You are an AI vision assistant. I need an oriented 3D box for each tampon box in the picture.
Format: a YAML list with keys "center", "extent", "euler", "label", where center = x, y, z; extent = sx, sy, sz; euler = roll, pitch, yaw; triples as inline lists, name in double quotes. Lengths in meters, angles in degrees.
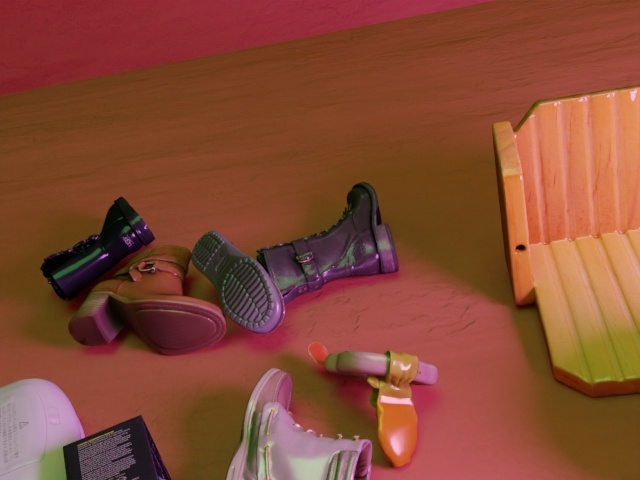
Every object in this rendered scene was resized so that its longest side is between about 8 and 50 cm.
- center: [-0.223, 0.309, 0.881]
  extent: [0.101, 0.120, 0.161]
  euler: [-21, 31, -12]
  label: "tampon box"

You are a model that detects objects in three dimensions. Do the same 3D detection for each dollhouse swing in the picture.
- center: [0.427, -0.017, 1.010]
  extent: [0.347, 0.315, 0.305]
  euler: [-7, 21, 10]
  label: "dollhouse swing"

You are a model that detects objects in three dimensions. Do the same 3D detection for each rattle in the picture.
- center: [0.055, 0.210, 1.017]
  extent: [0.200, 0.142, 0.130]
  euler: [-6, -4, 41]
  label: "rattle"

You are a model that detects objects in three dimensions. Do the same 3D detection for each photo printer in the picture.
- center: [-0.456, 0.313, 0.982]
  extent: [0.307, 0.107, 0.256]
  euler: [-22, 32, -13]
  label: "photo printer"

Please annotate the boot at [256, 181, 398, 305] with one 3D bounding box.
- center: [0.000, 0.000, 1.317]
  extent: [0.229, 0.091, 0.263]
  euler: [-14, 33, -1]
  label: "boot"

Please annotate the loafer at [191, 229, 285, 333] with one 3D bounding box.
- center: [-0.120, 0.068, 1.235]
  extent: [0.094, 0.087, 0.251]
  euler: [-49, 44, 6]
  label: "loafer"

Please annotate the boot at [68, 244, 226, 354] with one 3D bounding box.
- center: [-0.256, 0.090, 1.285]
  extent: [0.283, 0.109, 0.220]
  euler: [-9, 27, 23]
  label: "boot"

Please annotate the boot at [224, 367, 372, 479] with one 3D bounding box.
- center: [-0.016, 0.247, 0.941]
  extent: [0.165, 0.077, 0.213]
  euler: [-4, 38, 17]
  label: "boot"

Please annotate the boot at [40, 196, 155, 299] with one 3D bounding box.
- center: [-0.434, 0.014, 1.462]
  extent: [0.207, 0.094, 0.246]
  euler: [-34, 20, -12]
  label: "boot"
